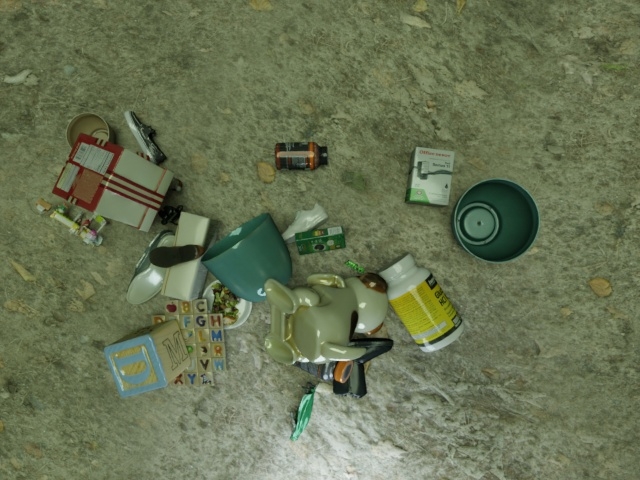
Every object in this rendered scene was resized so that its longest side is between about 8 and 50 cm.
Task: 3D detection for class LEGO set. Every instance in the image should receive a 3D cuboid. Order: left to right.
[{"bbox_3d":[-0.928,-0.087,1.588,0.287,0.132,0.107,35,81,8],"label":"LEGO set"}]

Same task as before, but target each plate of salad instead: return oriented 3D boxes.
[{"bbox_3d":[-0.365,0.244,1.604,0.200,0.048,0.199,0,89,2],"label":"plate of salad"}]

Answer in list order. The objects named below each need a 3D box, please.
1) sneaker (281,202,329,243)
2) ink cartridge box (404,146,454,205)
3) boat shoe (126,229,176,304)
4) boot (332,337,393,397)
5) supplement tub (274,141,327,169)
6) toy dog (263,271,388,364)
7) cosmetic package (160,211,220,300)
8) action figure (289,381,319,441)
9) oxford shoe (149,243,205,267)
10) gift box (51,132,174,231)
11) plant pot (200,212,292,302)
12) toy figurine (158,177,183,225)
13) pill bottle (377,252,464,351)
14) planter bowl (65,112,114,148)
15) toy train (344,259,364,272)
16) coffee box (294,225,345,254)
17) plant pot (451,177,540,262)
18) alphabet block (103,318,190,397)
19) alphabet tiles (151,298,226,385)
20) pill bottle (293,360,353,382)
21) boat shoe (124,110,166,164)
[{"bbox_3d":[-0.078,-0.067,1.600,0.212,0.080,0.094,-31,76,-5],"label":"sneaker"},{"bbox_3d":[0.414,-0.239,1.579,0.153,0.087,0.208,7,88,1],"label":"ink cartridge box"},{"bbox_3d":[-0.648,0.100,1.604,0.099,0.116,0.319,40,99,44],"label":"boat shoe"},{"bbox_3d":[0.160,0.477,1.564,0.247,0.094,0.207,-6,85,8],"label":"boot"},{"bbox_3d":[-0.071,-0.320,1.580,0.198,0.106,0.106,0,89,1],"label":"supplement tub"},{"bbox_3d":[0.059,0.234,1.416,0.408,0.395,0.284,-15,105,-42],"label":"toy dog"},{"bbox_3d":[-0.480,0.058,1.554,0.113,0.160,0.309,13,88,2],"label":"cosmetic package"},{"bbox_3d":[-0.072,0.654,1.568,0.064,0.137,0.232,20,98,24],"label":"action figure"},{"bbox_3d":[-0.498,0.053,1.447,0.212,0.076,0.076,-5,90,18],"label":"oxford shoe"},{"bbox_3d":[-0.677,-0.199,1.386,0.276,0.258,0.255,26,87,26],"label":"gift box"},{"bbox_3d":[-0.240,0.079,1.495,0.293,0.293,0.235,-33,106,0],"label":"plant pot"},{"bbox_3d":[-0.624,-0.154,1.574,0.213,0.148,0.209,-5,83,3],"label":"toy figurine"},{"bbox_3d":[0.359,0.220,1.521,0.188,0.188,0.334,-34,89,0],"label":"pill bottle"},{"bbox_3d":[-0.863,-0.394,1.594,0.162,0.109,0.162,0,90,1],"label":"planter bowl"},{"bbox_3d":[0.133,0.100,1.613,0.083,0.017,0.023,28,80,1],"label":"toy train"},{"bbox_3d":[0.000,0.000,1.569,0.184,0.113,0.040,-10,59,2],"label":"coffee box"},{"bbox_3d":[0.606,-0.067,1.518,0.293,0.196,0.293,0,89,0],"label":"plant pot"},{"bbox_3d":[-0.618,0.420,1.506,0.192,0.197,0.193,-16,94,9],"label":"alphabet block"},{"bbox_3d":[-0.505,0.393,1.594,0.285,0.011,0.342,-2,95,8],"label":"alphabet tiles"},{"bbox_3d":[-0.007,0.424,1.509,0.246,0.130,0.130,19,89,28],"label":"pill bottle"},{"bbox_3d":[-0.671,-0.405,1.608,0.076,0.080,0.228,-28,90,-6],"label":"boat shoe"}]
